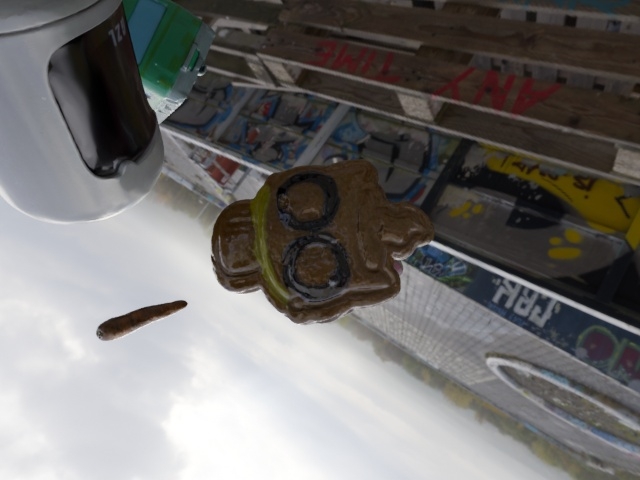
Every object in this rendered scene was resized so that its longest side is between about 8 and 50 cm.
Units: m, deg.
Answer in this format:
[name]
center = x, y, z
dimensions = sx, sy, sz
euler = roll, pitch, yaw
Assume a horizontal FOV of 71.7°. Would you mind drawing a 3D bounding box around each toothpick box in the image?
[toothpick box]
center = -0.309, -0.154, 0.500
dimensions = 0.229, 0.229, 0.316
euler = 30, 146, 18

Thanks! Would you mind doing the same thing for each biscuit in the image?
[biscuit]
center = 0.000, 0.000, 0.566
dimensions = 0.290, 0.209, 0.041
euler = -9, 169, 4

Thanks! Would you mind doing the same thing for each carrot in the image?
[carrot]
center = -0.292, 0.127, 0.738
dimensions = 0.035, 0.036, 0.165
euler = 27, -151, 30

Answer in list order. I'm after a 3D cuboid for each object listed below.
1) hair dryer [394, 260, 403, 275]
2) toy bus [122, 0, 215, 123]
[hair dryer]
center = 0.072, 0.033, 0.849
dimensions = 0.154, 0.106, 0.054
euler = 50, 164, 31
[toy bus]
center = -0.380, -0.372, 0.947
dimensions = 0.199, 0.184, 0.343
euler = 25, 167, -29
